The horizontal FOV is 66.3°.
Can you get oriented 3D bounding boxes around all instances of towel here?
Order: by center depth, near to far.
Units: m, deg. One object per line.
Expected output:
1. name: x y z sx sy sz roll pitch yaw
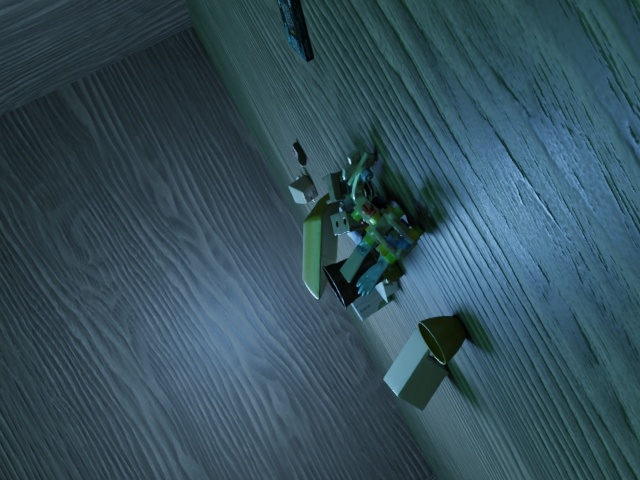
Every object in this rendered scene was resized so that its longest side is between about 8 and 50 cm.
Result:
1. towel: 0.152 -0.015 1.954 0.285 0.034 0.209 55 171 41

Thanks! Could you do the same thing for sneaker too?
1. sneaker: -0.096 -0.386 2.249 0.067 0.042 0.119 121 128 -77

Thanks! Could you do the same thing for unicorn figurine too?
1. unicorn figurine: -0.087 -0.267 2.548 0.162 0.060 0.111 64 -178 -51

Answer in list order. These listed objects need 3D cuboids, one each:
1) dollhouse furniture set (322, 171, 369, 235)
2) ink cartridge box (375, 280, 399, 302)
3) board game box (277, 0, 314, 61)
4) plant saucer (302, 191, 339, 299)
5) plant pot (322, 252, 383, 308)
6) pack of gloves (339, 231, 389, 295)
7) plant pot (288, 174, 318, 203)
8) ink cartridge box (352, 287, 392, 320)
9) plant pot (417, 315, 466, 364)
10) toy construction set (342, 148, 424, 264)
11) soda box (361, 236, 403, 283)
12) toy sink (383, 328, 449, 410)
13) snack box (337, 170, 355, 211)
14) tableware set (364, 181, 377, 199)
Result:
1. dollhouse furniture set: 0.103 -0.122 1.490 0.129 0.129 0.184 167 91 -70
2. ink cartridge box: 0.234 0.134 1.821 0.104 0.061 0.181 53 168 46
3. board game box: -0.075 -0.605 1.356 0.126 0.026 0.186 56 171 38
4. plant saucer: 0.000 0.000 1.830 0.333 0.080 0.333 -60 -26 -63
5. plant pot: 0.118 0.126 1.698 0.167 0.165 0.167 61 173 13
6. pack of gloves: 0.170 0.053 1.530 0.046 0.232 0.195 25 -166 -29
7. plant pot: -0.075 -0.243 2.428 0.096 0.109 0.109 34 154 48
8. ink cartridge box: 0.182 0.205 1.994 0.093 0.154 0.212 55 178 44
9. plant pot: 0.350 0.265 1.376 0.134 0.095 0.134 60 172 14
10. toy construction set: 0.148 -0.076 1.292 0.215 0.151 0.328 28 -147 -55
11. soda box: 0.212 0.057 1.687 0.182 0.061 0.058 62 173 0
12. toy sink: 0.366 0.470 1.792 0.131 0.234 0.153 33 179 -15
13. snack box: 0.091 -0.164 1.697 0.141 0.037 0.100 74 -178 -65
14. tableware set: 0.130 -0.150 1.579 0.128 0.039 0.194 60 172 17
